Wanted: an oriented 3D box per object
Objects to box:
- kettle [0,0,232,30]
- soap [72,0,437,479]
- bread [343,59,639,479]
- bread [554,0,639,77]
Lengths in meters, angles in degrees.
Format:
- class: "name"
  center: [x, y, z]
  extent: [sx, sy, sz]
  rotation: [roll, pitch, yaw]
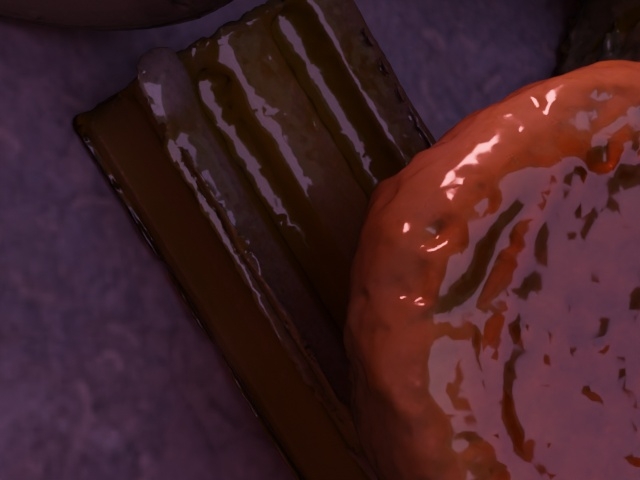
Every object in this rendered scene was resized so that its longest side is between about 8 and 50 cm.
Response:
- class: "kettle"
  center: [-0.073, -0.270, 0.643]
  extent: [0.265, 0.205, 0.318]
  rotation: [7, 69, 2]
- class: "soap"
  center: [0.001, -0.001, 0.720]
  extent: [0.135, 0.076, 0.233]
  rotation: [-35, 98, -33]
- class: "bread"
  center: [0.120, 0.048, 0.643]
  extent: [0.244, 0.134, 0.244]
  rotation: [2, 79, -12]
- class: "bread"
  center: [0.211, -0.179, 0.848]
  extent: [0.333, 0.160, 0.333]
  rotation: [9, 74, -32]
